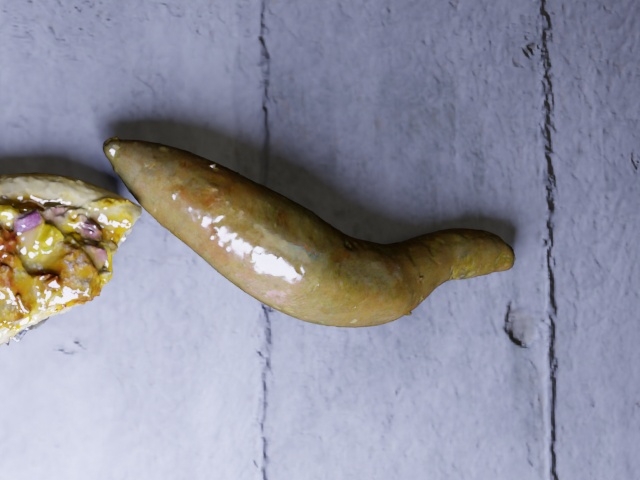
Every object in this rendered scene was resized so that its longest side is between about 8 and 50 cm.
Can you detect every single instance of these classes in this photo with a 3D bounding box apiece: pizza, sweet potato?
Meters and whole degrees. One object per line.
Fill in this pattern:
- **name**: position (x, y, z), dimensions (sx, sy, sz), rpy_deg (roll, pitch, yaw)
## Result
- **pizza**: position (-0.228, 0.021, 1.269), dimensions (0.246, 0.058, 0.127), rpy_deg (-14, 88, -25)
- **sweet potato**: position (0.003, 0.007, 1.373), dimensions (0.346, 0.079, 0.108), rpy_deg (15, 63, -26)
